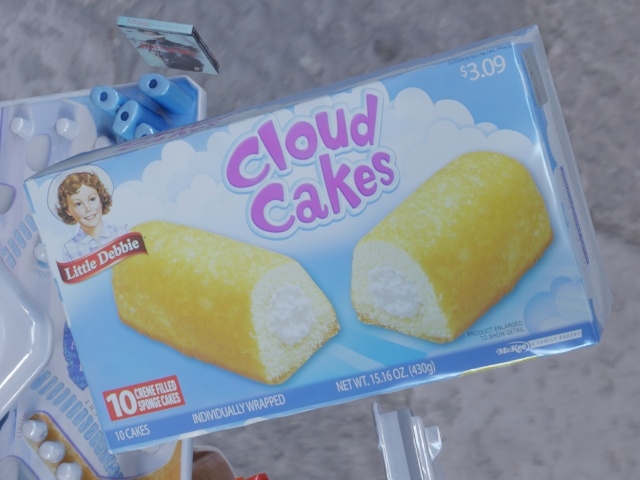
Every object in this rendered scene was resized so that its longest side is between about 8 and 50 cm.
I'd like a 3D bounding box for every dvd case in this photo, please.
[{"bbox_3d":[-0.166,-0.214,1.790,0.087,0.119,0.013,9,75,13],"label":"dvd case"}]

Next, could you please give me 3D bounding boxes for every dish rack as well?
[{"bbox_3d":[0.143,0.368,1.869,0.072,0.285,0.333,-16,44,6],"label":"dish rack"}]

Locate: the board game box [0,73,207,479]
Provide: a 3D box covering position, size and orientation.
[{"bbox_3d":[-0.275,0.077,1.227,0.390,0.050,0.390,-5,74,23],"label":"board game box"}]

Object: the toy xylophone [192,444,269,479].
[{"bbox_3d":[-0.208,0.300,1.810,0.236,0.322,0.081,-29,76,18],"label":"toy xylophone"}]

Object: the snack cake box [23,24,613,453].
[{"bbox_3d":[0.000,0.000,0.829,0.264,0.089,0.152,-15,99,18],"label":"snack cake box"}]
